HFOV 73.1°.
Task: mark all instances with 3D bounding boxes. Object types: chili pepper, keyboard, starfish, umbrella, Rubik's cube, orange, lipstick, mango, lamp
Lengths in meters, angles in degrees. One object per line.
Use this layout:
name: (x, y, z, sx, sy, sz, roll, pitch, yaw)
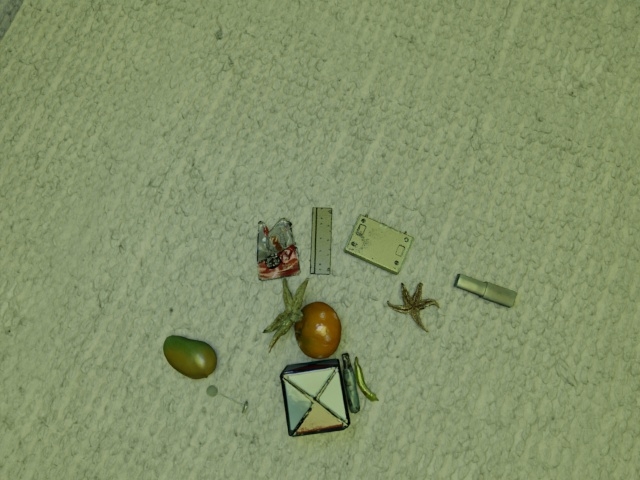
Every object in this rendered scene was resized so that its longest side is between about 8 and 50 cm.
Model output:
chili pepper: (0.181, 0.607, 1.856, 0.049, 0.043, 0.208, -31, 82, 20)
keyboard: (0.000, 0.000, 1.963, 0.101, 0.018, 0.309, 2, 81, -1)
starfish: (0.410, 0.293, 1.898, 0.213, 0.057, 0.238, -16, 77, 6)
umbrella: (0.128, 0.609, 1.850, 0.052, 0.053, 0.250, -10, 80, -1)
Rubik's cube: (-0.021, 0.627, 1.750, 0.250, 0.246, 0.248, -8, 80, -1)
orange: (-0.016, 0.372, 1.797, 0.171, 0.240, 0.240, 3, 80, -24)
starfish: (-0.130, 0.306, 1.778, 0.078, 0.358, 0.347, 28, 86, -22)
lipstick: (0.718, 0.218, 1.896, 0.253, 0.079, 0.077, 19, 83, 5)
mango: (-0.562, 0.495, 1.840, 0.251, 0.114, 0.156, 21, 89, 3)
lamp: (-0.402, 0.677, 1.845, 0.198, 0.056, 0.050, 21, 85, 7)

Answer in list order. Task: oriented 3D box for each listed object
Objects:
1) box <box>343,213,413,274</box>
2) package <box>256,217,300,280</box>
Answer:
box: (0.263, 0.012, 1.947, 0.270, 0.045, 0.211, 25, 83, 4)
package: (-0.200, 0.036, 1.940, 0.194, 0.071, 0.269, -9, 94, 1)
